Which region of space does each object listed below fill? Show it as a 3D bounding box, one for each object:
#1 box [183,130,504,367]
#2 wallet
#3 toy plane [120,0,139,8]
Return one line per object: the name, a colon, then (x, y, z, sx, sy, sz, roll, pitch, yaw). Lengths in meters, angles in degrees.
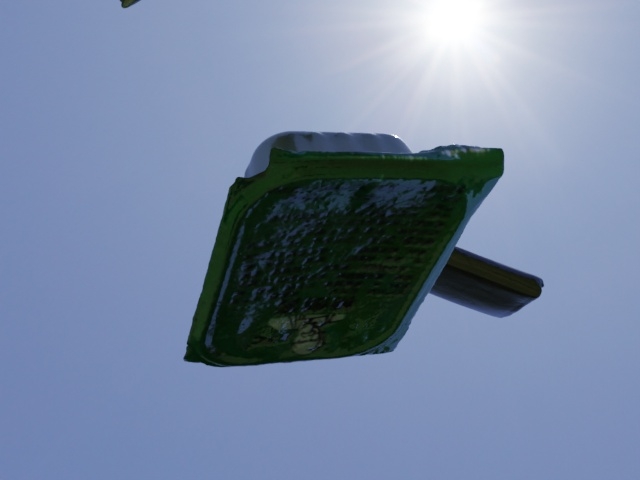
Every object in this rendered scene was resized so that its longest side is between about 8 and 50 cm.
box: (0.000, 0.000, 0.894, 0.264, 0.106, 0.336, -1, -38, -21)
wallet: (0.193, 0.048, 1.254, 0.229, 0.182, 0.049, 20, -108, -2)
toy plane: (-0.111, -0.336, 0.851, 0.267, 0.212, 0.088, -41, -116, 1)
